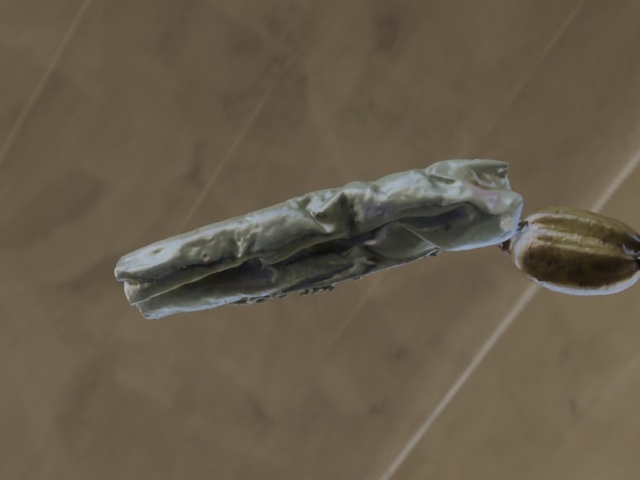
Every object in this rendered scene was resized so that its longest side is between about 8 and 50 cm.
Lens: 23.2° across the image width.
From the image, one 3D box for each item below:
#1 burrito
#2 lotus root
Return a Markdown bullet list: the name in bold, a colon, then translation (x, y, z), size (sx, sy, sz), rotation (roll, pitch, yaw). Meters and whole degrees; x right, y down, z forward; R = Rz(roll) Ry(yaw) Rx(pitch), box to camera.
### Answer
- **burrito**: translation (0.000, 0.000, 0.703), size (0.185, 0.041, 0.045), rotation (-16, -100, 11)
- **lotus root**: translation (0.208, 0.009, 1.297), size (0.152, 0.063, 0.072), rotation (13, -103, 20)
